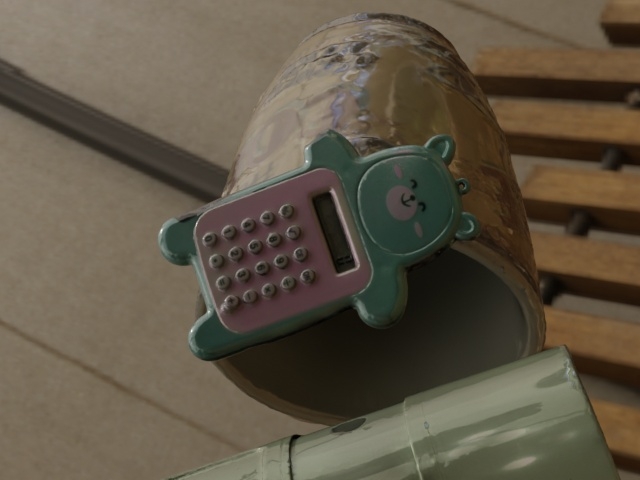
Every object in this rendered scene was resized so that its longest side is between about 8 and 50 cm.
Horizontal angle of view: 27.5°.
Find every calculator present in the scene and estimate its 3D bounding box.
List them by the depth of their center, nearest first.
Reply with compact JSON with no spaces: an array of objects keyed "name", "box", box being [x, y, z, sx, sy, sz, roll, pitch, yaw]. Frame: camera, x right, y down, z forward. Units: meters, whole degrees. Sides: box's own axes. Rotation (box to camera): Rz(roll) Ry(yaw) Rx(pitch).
[{"name":"calculator","box":[0.000,0.000,0.575,0.019,0.141,0.094,51,-162,-73]}]

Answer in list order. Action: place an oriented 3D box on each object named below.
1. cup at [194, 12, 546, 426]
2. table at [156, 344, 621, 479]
[{"name":"cup","box":[0.032,-0.003,0.953,0.301,0.227,0.257,111,169,-47]},{"name":"table","box":[0.034,0.144,0.630,0.126,0.220,0.126,-19,-90,-84]}]
